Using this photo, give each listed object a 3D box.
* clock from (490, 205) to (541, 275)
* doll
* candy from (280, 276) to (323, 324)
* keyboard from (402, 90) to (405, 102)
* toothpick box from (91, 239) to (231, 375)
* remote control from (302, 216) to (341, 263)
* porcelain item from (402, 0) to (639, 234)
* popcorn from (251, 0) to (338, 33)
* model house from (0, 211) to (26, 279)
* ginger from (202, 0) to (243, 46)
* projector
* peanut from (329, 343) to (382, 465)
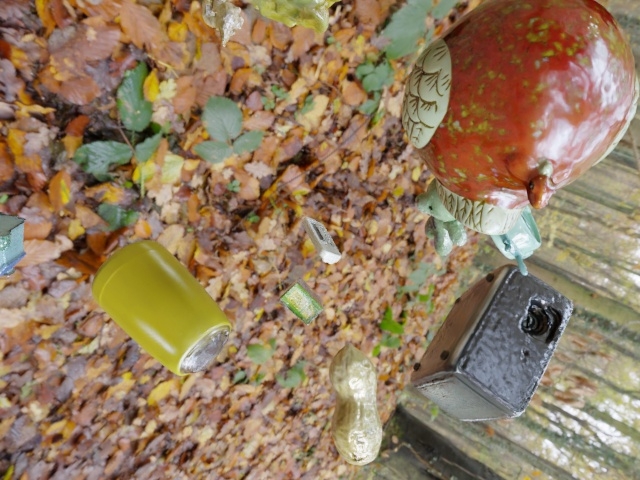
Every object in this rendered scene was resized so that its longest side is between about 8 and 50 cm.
[{"bbox_3d":[0.364,-0.035,0.852,0.159,0.066,0.210,41,38,-30],"label":"clock"},{"bbox_3d":[0.184,-0.037,0.685,0.150,0.078,0.115,84,-1,-49],"label":"doll"},{"bbox_3d":[-0.046,0.153,1.155,0.062,0.097,0.194,-46,180,-1],"label":"candy"},{"bbox_3d":[0.251,-0.397,1.184,0.060,0.018,0.195,-24,179,7],"label":"keyboard"},{"bbox_3d":[-0.313,0.141,0.906,0.175,0.271,0.175,-45,162,-19],"label":"toothpick box"},{"bbox_3d":[0.001,-0.001,1.573,0.090,0.230,0.049,20,115,-30],"label":"remote control"},{"bbox_3d":[0.210,-0.121,0.480,0.253,0.253,0.252,-52,158,-31],"label":"porcelain item"},{"bbox_3d":[-0.056,-0.458,0.658,0.293,0.293,0.236,65,25,-66],"label":"popcorn"},{"bbox_3d":[-0.677,0.028,0.900,0.119,0.149,0.148,-108,-157,-63],"label":"model house"},{"bbox_3d":[-0.284,-0.729,1.376,0.214,0.133,0.059,-49,-173,22],"label":"ginger"},{"bbox_3d":[0.485,0.314,1.339,0.395,0.242,0.405,-53,171,-21],"label":"projector"},{"bbox_3d":[0.065,0.308,0.841,0.103,0.098,0.229,168,-83,-73],"label":"peanut"}]
